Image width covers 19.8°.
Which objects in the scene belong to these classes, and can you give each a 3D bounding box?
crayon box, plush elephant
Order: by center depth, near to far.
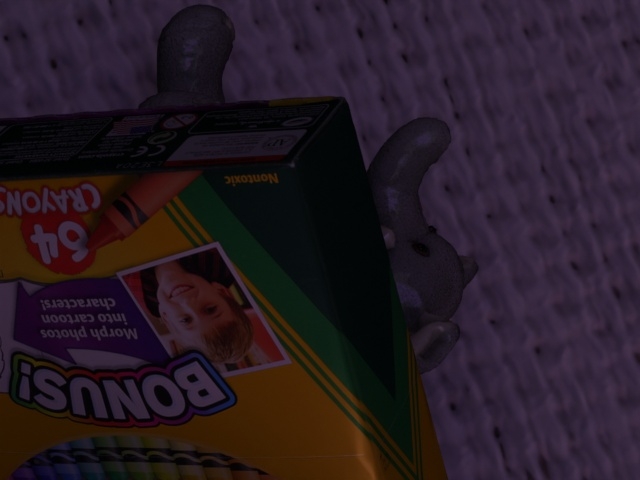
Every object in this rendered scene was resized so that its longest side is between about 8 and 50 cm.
[{"bbox_3d":[-0.125,0.071,1.256,0.106,0.363,0.313,-54,136,-53],"label":"crayon box"},{"bbox_3d":[0.000,0.000,1.401,0.255,0.272,0.330,0,107,0],"label":"plush elephant"}]
